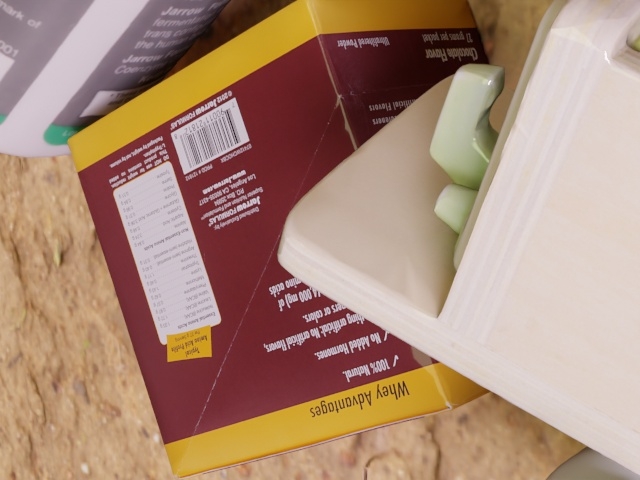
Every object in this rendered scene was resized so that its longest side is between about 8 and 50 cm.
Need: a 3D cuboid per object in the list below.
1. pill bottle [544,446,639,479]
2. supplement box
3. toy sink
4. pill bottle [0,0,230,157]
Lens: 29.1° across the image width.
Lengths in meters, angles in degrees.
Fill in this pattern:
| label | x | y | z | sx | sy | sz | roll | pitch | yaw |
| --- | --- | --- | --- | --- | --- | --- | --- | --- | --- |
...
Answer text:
| label | x | y | z | sx | sy | sz | roll | pitch | yaw |
| --- | --- | --- | --- | --- | --- | --- | --- | --- | --- |
| pill bottle | 0.151 | 0.123 | 0.475 | 0.121 | 0.221 | 0.121 | 9 | 104 | 39 |
| supplement box | 0.000 | 0.000 | 0.640 | 0.191 | 0.129 | 0.194 | -23 | 84 | 40 |
| toy sink | 0.128 | -0.023 | 0.395 | 0.234 | 0.153 | 0.131 | 30 | 130 | 17 |
| pill bottle | -0.096 | -0.220 | 0.628 | 0.361 | 0.204 | 0.204 | -41 | 72 | 37 |
